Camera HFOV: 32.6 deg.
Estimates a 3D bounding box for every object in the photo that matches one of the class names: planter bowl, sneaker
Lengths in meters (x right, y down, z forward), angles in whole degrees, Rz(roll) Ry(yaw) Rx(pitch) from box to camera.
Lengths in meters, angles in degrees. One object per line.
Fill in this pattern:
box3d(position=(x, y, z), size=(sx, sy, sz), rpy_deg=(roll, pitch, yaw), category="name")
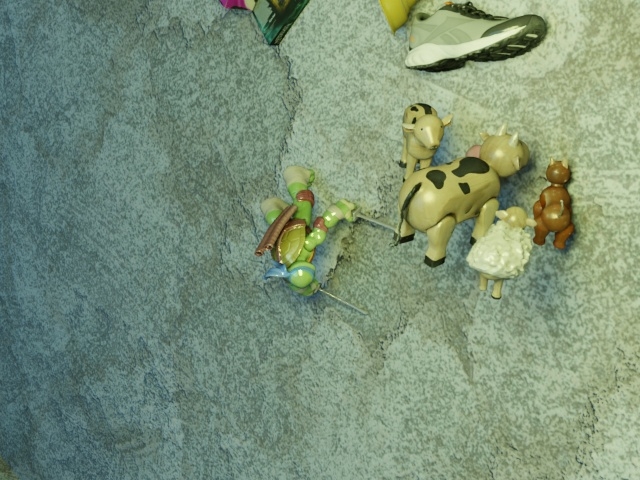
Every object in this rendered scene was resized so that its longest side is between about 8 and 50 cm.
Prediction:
box3d(position=(0.121, -0.455, 1.807), size=(0.090, 0.217, 0.217), rpy_deg=(-22, 77, 8), category="planter bowl")
box3d(position=(0.234, -0.331, 1.727), size=(0.271, 0.100, 0.108), rpy_deg=(1, 92, 50), category="sneaker")

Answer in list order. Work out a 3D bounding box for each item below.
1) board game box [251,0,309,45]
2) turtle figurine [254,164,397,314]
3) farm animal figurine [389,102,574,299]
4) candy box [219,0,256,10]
box3d(position=(-0.073, -0.485, 2.114), size=(0.186, 0.026, 0.126), rpy_deg=(-46, 62, 44), category="board game box")
box3d(position=(0.000, 0.000, 2.066), size=(0.198, 0.274, 0.266), rpy_deg=(89, 166, -45), category="turtle figurine")
box3d(position=(0.216, -0.098, 1.630), size=(0.330, 0.327, 0.172), rpy_deg=(26, 130, 25), category="farm animal figurine")
box3d(position=(-0.182, -0.584, 2.167), size=(0.233, 0.071, 0.159), rpy_deg=(57, 135, 37), category="candy box")
